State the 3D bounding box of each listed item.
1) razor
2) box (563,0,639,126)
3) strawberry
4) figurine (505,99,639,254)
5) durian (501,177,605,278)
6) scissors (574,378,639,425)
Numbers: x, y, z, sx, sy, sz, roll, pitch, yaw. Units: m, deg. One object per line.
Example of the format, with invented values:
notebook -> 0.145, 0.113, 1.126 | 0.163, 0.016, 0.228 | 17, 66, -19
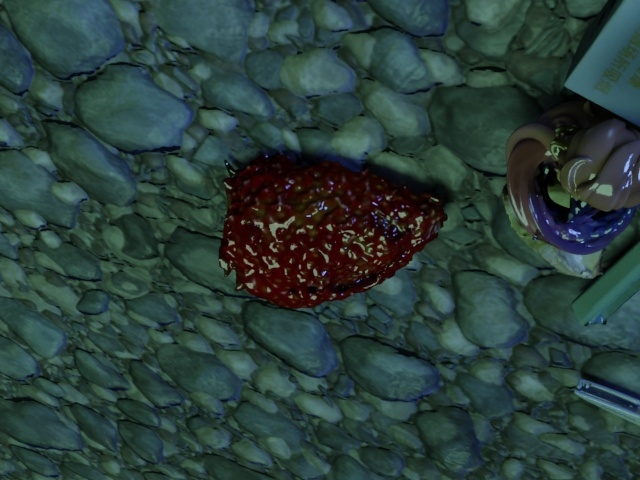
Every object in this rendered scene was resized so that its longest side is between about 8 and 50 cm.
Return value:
razor -> 0.296, 0.004, 1.224 | 0.111, 0.056, 0.278 | -4, 160, -26
box -> 0.321, -0.120, 1.044 | 0.243, 0.067, 0.155 | 28, 145, -1
strawberry -> 0.009, 0.011, 1.359 | 0.228, 0.098, 0.174 | 8, 140, 24
figurine -> 0.213, -0.061, 1.132 | 0.126, 0.114, 0.157 | 7, 161, -1
durian -> 0.208, -0.018, 1.236 | 0.130, 0.066, 0.052 | 36, 144, -27
scissors -> 0.334, 0.178, 1.427 | 0.176, 0.022, 0.085 | 23, 146, -1
